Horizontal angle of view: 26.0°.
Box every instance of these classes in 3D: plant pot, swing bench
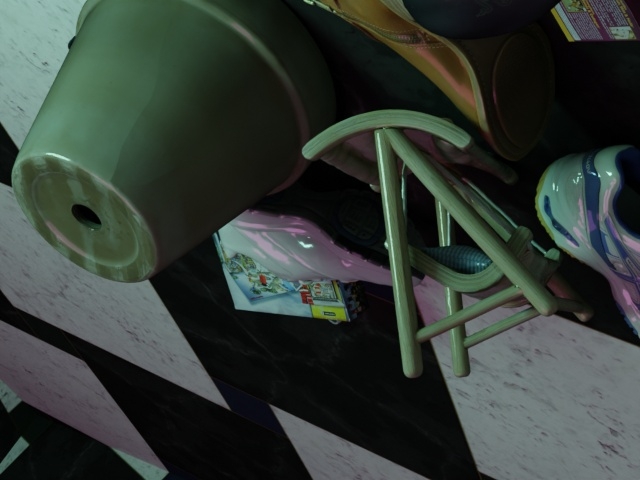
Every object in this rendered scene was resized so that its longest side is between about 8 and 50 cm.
[{"bbox_3d":[-0.187,-0.114,1.544,0.323,0.280,0.323,23,145,18],"label":"plant pot"},{"bbox_3d":[0.133,-0.007,1.390,0.254,0.165,0.253,66,-165,12],"label":"swing bench"}]

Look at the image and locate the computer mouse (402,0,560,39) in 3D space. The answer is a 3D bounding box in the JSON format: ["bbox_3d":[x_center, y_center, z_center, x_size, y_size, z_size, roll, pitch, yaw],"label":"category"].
[{"bbox_3d":[0.151,-0.243,0.894,0.188,0.272,0.072,26,-163,-27],"label":"computer mouse"}]

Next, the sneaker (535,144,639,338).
[{"bbox_3d":[0.348,0.022,1.372,0.296,0.112,0.131,39,154,-14],"label":"sneaker"}]

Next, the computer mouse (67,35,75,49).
[{"bbox_3d":[-0.189,-0.207,1.737,0.262,0.060,0.184,39,149,-2],"label":"computer mouse"}]

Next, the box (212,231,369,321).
[{"bbox_3d":[-0.048,0.023,1.900,0.233,0.044,0.159,3,116,45],"label":"box"}]

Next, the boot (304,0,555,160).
[{"bbox_3d":[0.087,-0.196,1.317,0.220,0.109,0.283,23,167,44],"label":"boot"}]

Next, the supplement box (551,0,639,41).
[{"bbox_3d":[0.240,-0.201,1.167,0.083,0.043,0.055,9,146,47],"label":"supplement box"}]

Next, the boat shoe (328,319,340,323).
[{"bbox_3d":[-0.011,0.047,1.968,0.066,0.063,0.184,13,148,43],"label":"boat shoe"}]

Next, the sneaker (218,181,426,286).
[{"bbox_3d":[0.000,0.000,1.750,0.297,0.111,0.129,20,135,20],"label":"sneaker"}]
